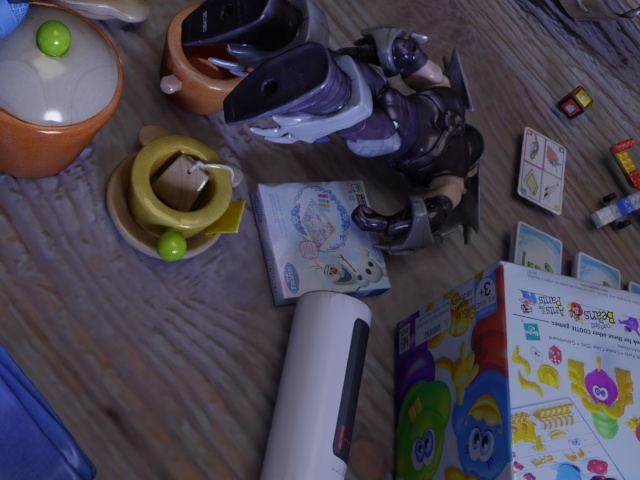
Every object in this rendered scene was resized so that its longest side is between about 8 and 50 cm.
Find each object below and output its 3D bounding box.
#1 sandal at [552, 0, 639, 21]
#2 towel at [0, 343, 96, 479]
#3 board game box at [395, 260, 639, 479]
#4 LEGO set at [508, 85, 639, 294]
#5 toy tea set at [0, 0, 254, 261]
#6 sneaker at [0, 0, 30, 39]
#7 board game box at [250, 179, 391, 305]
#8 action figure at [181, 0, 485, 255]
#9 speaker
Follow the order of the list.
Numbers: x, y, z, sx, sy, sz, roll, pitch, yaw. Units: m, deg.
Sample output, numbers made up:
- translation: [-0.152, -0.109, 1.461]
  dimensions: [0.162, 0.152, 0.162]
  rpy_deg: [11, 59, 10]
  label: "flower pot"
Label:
- translation: [0.244, -0.268, 0.856]
  dimensions: [0.303, 0.086, 0.120]
  rpy_deg: [26, 20, 4]
  label: "sandal"
- translation: [-0.286, 0.137, 0.383]
  dimensions: [0.336, 0.040, 0.243]
  rpy_deg: [-42, 112, -34]
  label: "towel"
- translation: [0.141, 0.176, 0.564]
  dimensions: [0.144, 0.142, 0.275]
  rpy_deg: [14, 62, -21]
  label: "board game box"
- translation: [0.258, -0.024, 0.768]
  dimensions: [0.183, 0.060, 0.244]
  rpy_deg: [25, 58, -19]
  label: "LEGO set"
- translation: [-0.114, -0.161, 0.601]
  dimensions: [0.200, 0.124, 0.335]
  rpy_deg: [19, 61, -18]
  label: "toy tea set"
- translation: [-0.210, -0.195, 0.504]
  dimensions: [0.147, 0.129, 0.330]
  rpy_deg: [-24, 47, 3]
  label: "sneaker"
- translation: [0.000, 0.000, 0.648]
  dimensions: [0.090, 0.020, 0.090]
  rpy_deg: [-3, 69, -29]
  label: "board game box"
- translation: [0.039, -0.091, 0.633]
  dimensions: [0.285, 0.099, 0.185]
  rpy_deg: [19, 50, -51]
  label: "action figure"
- translation: [-0.002, 0.105, 0.579]
  dimensions: [0.055, 0.055, 0.136]
  rpy_deg: [21, 59, -17]
  label: "speaker"
